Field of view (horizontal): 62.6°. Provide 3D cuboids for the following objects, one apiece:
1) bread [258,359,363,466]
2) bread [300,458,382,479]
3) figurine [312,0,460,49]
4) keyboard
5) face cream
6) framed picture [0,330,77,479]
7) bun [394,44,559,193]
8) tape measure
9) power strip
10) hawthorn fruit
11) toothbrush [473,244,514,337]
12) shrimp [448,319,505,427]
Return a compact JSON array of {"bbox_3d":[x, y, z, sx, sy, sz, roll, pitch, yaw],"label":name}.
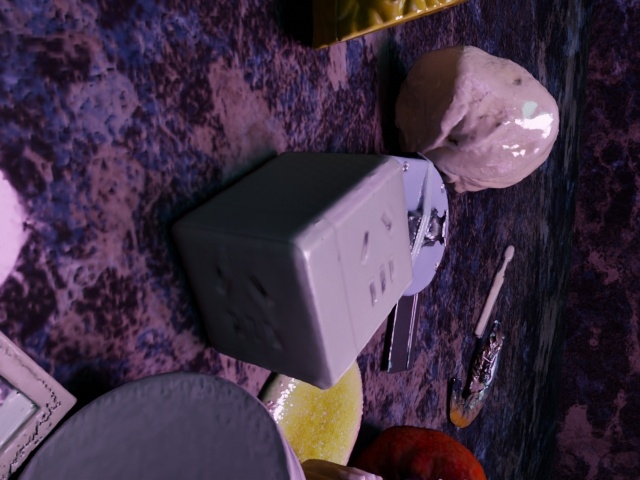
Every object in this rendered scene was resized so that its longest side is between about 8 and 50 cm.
[{"bbox_3d":[-0.008,0.226,0.622,0.229,0.034,0.228,-19,113,-55],"label":"bread"},{"bbox_3d":[-0.053,0.333,0.473,0.288,0.119,0.152,-31,122,-39],"label":"bread"},{"bbox_3d":[0.030,-0.357,0.477,0.188,0.168,0.315,-25,110,-21],"label":"figurine"},{"bbox_3d":[0.133,0.090,0.821,0.072,0.023,0.230,8,90,-50],"label":"keyboard"},{"bbox_3d":[-0.088,0.200,0.345,0.177,0.178,0.152,-56,148,-35],"label":"face cream"},{"bbox_3d":[-0.284,0.130,0.187,0.335,0.022,0.247,-55,138,-35],"label":"framed picture"},{"bbox_3d":[0.185,-0.142,0.692,0.133,0.231,0.231,-53,141,-12],"label":"bun"},{"bbox_3d":[0.090,-0.021,0.655,0.181,0.107,0.181,-16,108,-48],"label":"tape measure"},{"bbox_3d":[0.000,0.000,0.487,0.224,0.139,0.140,-42,130,-45],"label":"power strip"},{"bbox_3d":[0.140,0.374,0.732,0.249,0.216,0.215,52,54,-46],"label":"hawthorn fruit"},{"bbox_3d":[0.419,0.116,1.262,0.294,0.026,0.028,-54,153,-36],"label":"toothbrush"},{"bbox_3d":[0.341,0.280,1.147,0.198,0.051,0.261,37,75,-54],"label":"shrimp"}]
